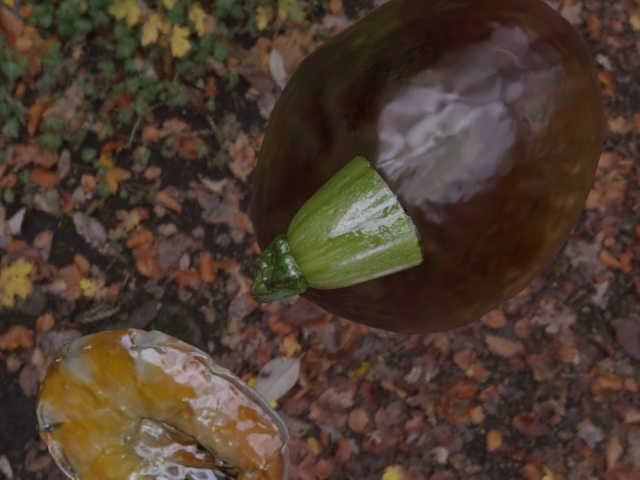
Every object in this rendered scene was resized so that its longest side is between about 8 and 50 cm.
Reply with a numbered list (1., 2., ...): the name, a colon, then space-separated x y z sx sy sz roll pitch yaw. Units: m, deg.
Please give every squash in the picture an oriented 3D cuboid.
1. squash: 0.000 0.005 0.762 0.132 0.105 0.105 -29 70 -9

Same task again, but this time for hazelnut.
1. hazelnut: 0.113 -0.091 1.043 0.420 0.421 0.353 -19 73 -32

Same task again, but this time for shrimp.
1. shrimp: -0.074 0.185 0.705 0.317 0.164 0.062 52 27 -17
